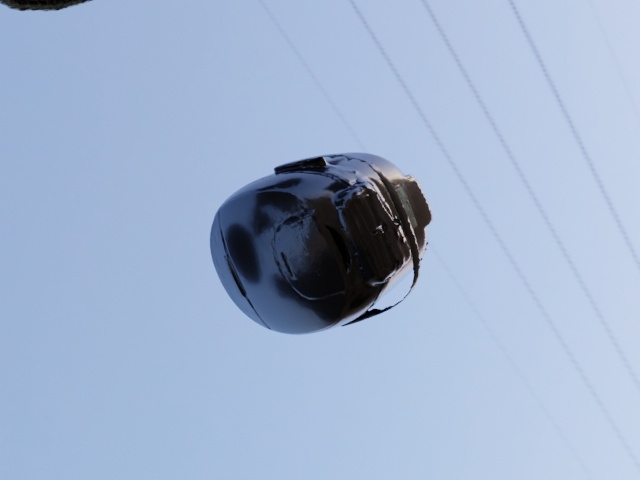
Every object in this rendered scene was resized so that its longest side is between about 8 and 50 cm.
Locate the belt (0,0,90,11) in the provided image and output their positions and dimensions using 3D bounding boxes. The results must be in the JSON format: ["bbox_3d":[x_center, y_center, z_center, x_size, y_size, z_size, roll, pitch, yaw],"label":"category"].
[{"bbox_3d":[-0.234,-0.340,1.174,0.257,0.150,0.207,-46,-36,7],"label":"belt"}]

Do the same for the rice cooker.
[{"bbox_3d":[0.000,0.000,1.049,0.118,0.203,0.142,-31,-77,-45],"label":"rice cooker"}]
